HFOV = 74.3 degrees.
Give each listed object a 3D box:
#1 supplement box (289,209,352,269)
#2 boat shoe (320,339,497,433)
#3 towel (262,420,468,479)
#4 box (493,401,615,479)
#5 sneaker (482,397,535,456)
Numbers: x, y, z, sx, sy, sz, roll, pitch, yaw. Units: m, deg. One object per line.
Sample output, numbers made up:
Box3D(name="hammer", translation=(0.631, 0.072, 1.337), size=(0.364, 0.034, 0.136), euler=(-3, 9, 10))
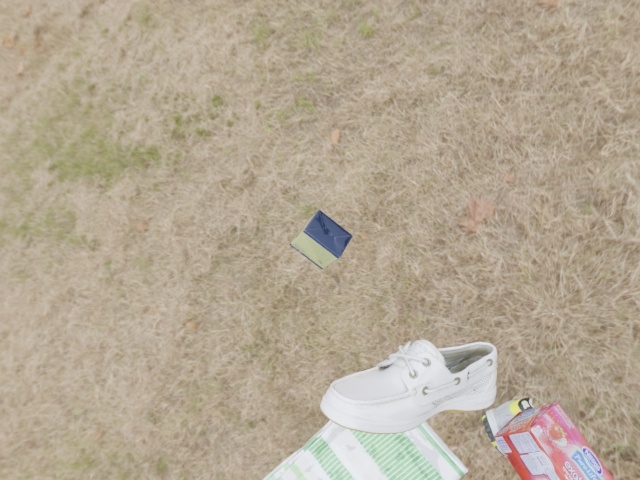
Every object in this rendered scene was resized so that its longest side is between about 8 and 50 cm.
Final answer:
Box3D(name="supplement box", translation=(0.000, 0.000, 0.803), size=(0.083, 0.083, 0.056), euler=(38, 60, -7))
Box3D(name="boat shoe", translation=(0.126, 0.175, 0.558), size=(0.098, 0.276, 0.096), euler=(24, 110, 57))
Box3D(name="towel", translation=(0.077, 0.443, 0.778), size=(0.324, 0.038, 0.248), euler=(-41, 77, -10))
Box3D(name="box", translation=(0.536, 0.514, 0.940), size=(0.257, 0.122, 0.128), euler=(58, 148, 18))
Box3D(name="sneaker", translation=(0.611, 0.555, 1.128), size=(0.147, 0.384, 0.145), euler=(-45, 22, 26))
